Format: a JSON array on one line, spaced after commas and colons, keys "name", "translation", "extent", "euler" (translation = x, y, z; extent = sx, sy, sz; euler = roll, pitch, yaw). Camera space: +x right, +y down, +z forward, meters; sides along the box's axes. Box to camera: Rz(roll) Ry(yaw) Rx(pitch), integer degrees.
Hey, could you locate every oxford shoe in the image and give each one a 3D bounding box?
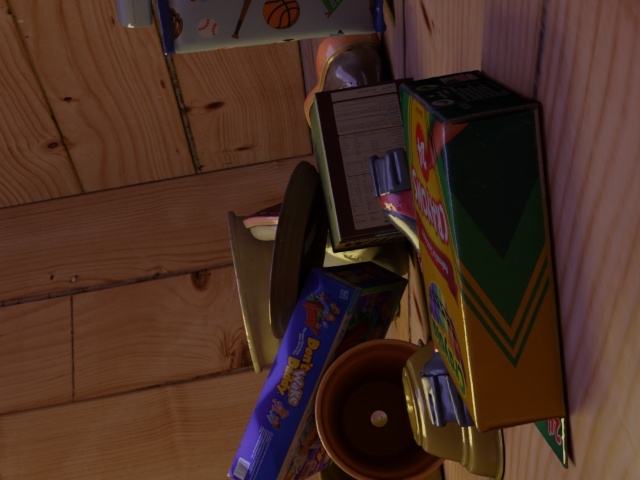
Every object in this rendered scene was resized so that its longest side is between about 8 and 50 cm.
[{"name": "oxford shoe", "translation": [0.000, 0.000, 1.804], "extent": [0.397, 0.140, 0.146], "euler": [5, 114, 54]}, {"name": "oxford shoe", "translation": [0.049, -0.204, 1.696], "extent": [0.363, 0.130, 0.132], "euler": [86, 168, -70]}]

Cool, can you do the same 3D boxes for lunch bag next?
[{"name": "lunch bag", "translation": [-0.093, -0.459, 1.508], "extent": [0.385, 0.328, 0.238], "euler": [-102, 9, -56]}]

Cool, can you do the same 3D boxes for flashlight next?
[{"name": "flashlight", "translation": [0.126, 0.047, 1.114], "extent": [0.103, 0.103, 0.304], "euler": [180, 81, -87]}]

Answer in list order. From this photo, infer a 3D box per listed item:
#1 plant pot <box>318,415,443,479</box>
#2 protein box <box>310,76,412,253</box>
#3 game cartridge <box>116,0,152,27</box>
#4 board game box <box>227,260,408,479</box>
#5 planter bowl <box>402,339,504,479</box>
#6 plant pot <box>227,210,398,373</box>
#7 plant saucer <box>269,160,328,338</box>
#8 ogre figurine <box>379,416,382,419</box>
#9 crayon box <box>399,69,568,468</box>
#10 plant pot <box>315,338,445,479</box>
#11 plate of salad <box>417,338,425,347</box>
[{"name": "plant pot", "translation": [0.127, 0.461, 1.878], "extent": [0.212, 0.212, 0.187], "euler": [-110, -3, -78]}, {"name": "protein box", "translation": [0.071, -0.098, 1.432], "extent": [0.200, 0.136, 0.201], "euler": [109, 151, -84]}, {"name": "game cartridge", "translation": [-0.275, -0.452, 1.464], "extent": [0.196, 0.060, 0.294], "euler": [89, 173, -51]}, {"name": "board game box", "translation": [0.002, 0.208, 1.587], "extent": [0.233, 0.078, 0.347], "euler": [-5, -61, -65]}, {"name": "planter bowl", "translation": [0.154, 0.196, 1.258], "extent": [0.217, 0.090, 0.217], "euler": [170, 90, -88]}, {"name": "plant pot", "translation": [-0.010, 0.077, 2.071], "extent": [0.334, 0.306, 0.333], "euler": [169, 90, -88]}, {"name": "plant saucer", "translation": [-0.028, 0.017, 1.572], "extent": [0.278, 0.041, 0.277], "euler": [9, -90, -80]}, {"name": "ogre figurine", "translation": [0.165, 0.463, 2.220], "extent": [0.197, 0.097, 0.118], "euler": [-81, -31, -46]}, {"name": "crayon box", "translation": [0.142, 0.024, 0.902], "extent": [0.202, 0.081, 0.318], "euler": [-109, 9, -73]}, {"name": "plant pot", "translation": [0.095, 0.260, 1.510], "extent": [0.188, 0.205, 0.205], "euler": [91, 169, -76]}, {"name": "plate of salad", "translation": [0.170, 0.259, 1.648], "extent": [0.200, 0.048, 0.199], "euler": [171, 90, -87]}]
